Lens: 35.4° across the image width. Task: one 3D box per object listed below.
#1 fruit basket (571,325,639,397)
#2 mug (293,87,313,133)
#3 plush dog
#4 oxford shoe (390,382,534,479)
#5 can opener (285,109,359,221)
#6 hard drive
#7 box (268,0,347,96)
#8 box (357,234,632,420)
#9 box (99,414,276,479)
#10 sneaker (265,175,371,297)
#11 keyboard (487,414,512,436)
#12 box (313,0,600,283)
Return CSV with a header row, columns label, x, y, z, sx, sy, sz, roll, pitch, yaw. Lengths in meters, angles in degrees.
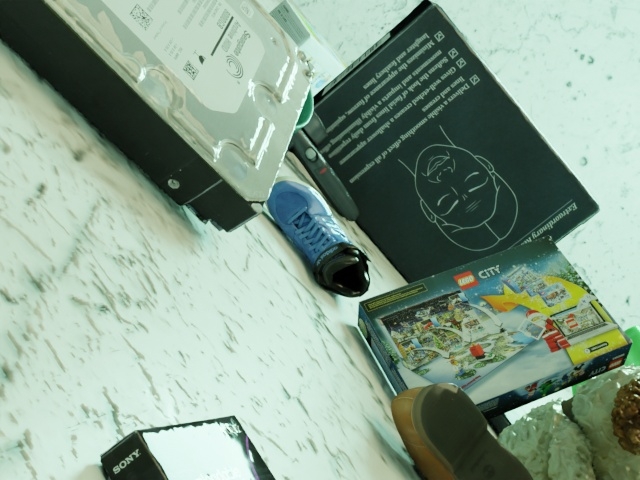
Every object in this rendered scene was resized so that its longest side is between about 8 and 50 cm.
label,x,y,z,sx,sy,sz,roll,pitch,yaw
fruit basket,0.473,0.311,1.394,0.327,0.165,0.353,56,11,-53
mug,-0.095,-0.158,1.039,0.157,0.097,0.130,37,41,-31
plush dog,0.287,0.216,1.061,0.211,0.225,0.262,55,12,18
oxford shoe,0.134,0.215,0.894,0.212,0.076,0.076,59,-30,-9
can opener,-0.002,-0.102,1.373,0.186,0.073,0.059,57,2,-15
hard drive,-0.152,-0.193,0.842,0.339,0.064,0.237,46,36,-23
box,-0.030,-0.328,1.843,0.203,0.103,0.114,34,21,-55
box,0.176,0.096,1.032,0.044,0.233,0.159,89,-22,-48
box,-0.033,0.163,0.500,0.162,0.029,0.116,53,12,16
sneaker,0.001,-0.001,1.057,0.152,0.058,0.084,53,1,-25
keyboard,0.275,0.294,1.288,0.180,0.023,0.108,53,5,14
box,0.181,-0.126,1.550,0.395,0.293,0.212,49,12,-10
